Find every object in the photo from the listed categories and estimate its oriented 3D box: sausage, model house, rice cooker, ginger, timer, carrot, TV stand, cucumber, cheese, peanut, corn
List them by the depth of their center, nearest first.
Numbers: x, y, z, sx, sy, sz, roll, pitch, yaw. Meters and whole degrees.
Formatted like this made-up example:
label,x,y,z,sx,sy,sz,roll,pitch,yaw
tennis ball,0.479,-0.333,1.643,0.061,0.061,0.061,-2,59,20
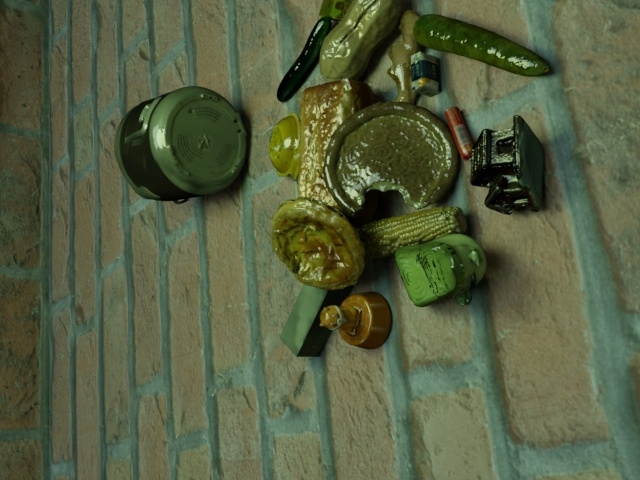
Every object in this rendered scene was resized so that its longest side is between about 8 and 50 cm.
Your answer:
label,x,y,z,sx,sy,sz,roll,pitch,yaw
model house,0.343,-0.133,1.386,0.152,0.106,0.165,-7,74,47
carrot,0.323,-0.398,1.485,0.358,0.074,0.074,36,111,45
sausage,0.294,-0.217,1.514,0.034,0.034,0.129,-38,57,39
corn,0.189,-0.016,1.563,0.288,0.086,0.087,-13,73,45
timer,0.061,0.176,1.623,0.132,0.152,0.132,-11,75,48
ginger,0.184,-0.386,1.643,0.089,0.075,0.288,9,85,28
peanut,0.090,-0.487,1.723,0.290,0.130,0.130,-51,49,32
TV stand,0.000,0.148,1.756,0.088,0.082,0.270,42,114,42
cheese,-0.078,-0.233,1.889,0.270,0.069,0.177,-119,43,-53
cucumber,-0.045,-0.475,1.938,0.284,0.056,0.056,-54,48,34
rice cooker,-0.418,-0.282,2.134,0.325,0.335,0.335,-3,81,50

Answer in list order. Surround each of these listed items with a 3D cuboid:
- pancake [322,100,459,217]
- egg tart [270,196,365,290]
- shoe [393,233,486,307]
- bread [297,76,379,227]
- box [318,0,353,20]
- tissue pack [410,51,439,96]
label,x,y,z,sx,sy,sz,roll,pitch,yaw
pancake,0.146,-0.167,1.566,0.288,0.033,0.286,37,92,19
egg tart,0.000,0.000,1.613,0.241,0.106,0.241,16,129,20
shoe,0.238,0.066,1.456,0.262,0.128,0.140,141,122,-74
bread,0.050,-0.202,1.710,0.195,0.149,0.344,-2,81,36
box,0.078,-0.613,1.837,0.193,0.030,0.121,29,106,48
tissue pack,0.229,-0.364,1.592,0.042,0.062,0.083,-16,71,51
